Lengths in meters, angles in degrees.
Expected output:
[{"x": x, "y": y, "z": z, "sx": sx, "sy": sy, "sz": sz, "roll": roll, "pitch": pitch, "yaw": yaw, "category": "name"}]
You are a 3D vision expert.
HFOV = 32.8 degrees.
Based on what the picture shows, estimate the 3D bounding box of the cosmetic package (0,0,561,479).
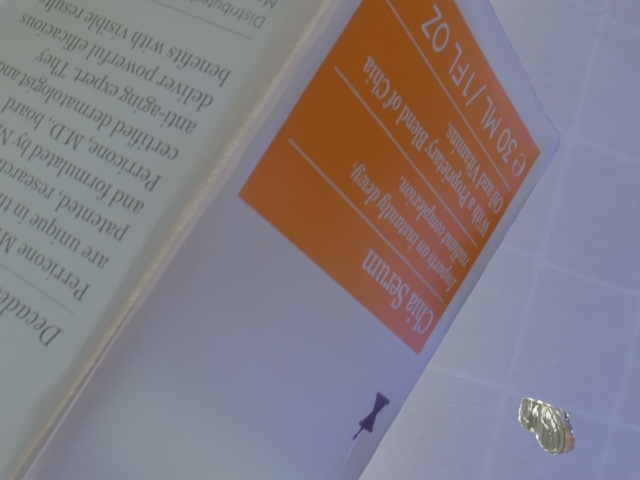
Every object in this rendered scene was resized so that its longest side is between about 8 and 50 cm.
[{"x": -0.091, "y": 0.061, "z": 0.495, "sx": 0.453, "sy": 0.161, "sz": 0.230, "roll": -58, "pitch": -34, "yaw": -7, "category": "cosmetic package"}]

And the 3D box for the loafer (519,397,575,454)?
[{"x": 0.238, "y": 0.186, "z": 1.101, "sx": 0.039, "sy": 0.125, "sz": 0.045, "roll": 7, "pitch": -85, "yaw": -8, "category": "loafer"}]
